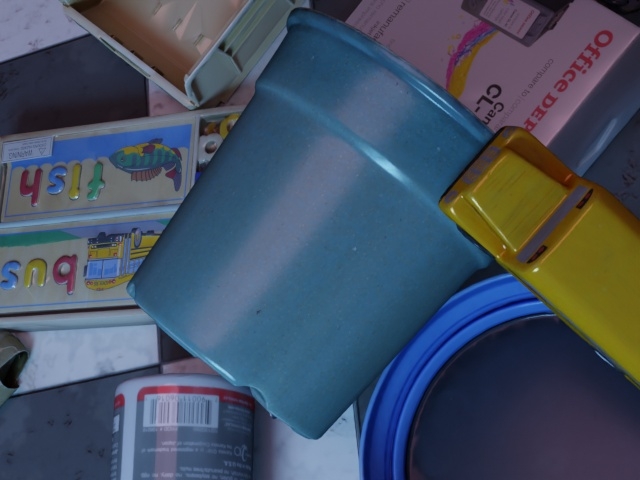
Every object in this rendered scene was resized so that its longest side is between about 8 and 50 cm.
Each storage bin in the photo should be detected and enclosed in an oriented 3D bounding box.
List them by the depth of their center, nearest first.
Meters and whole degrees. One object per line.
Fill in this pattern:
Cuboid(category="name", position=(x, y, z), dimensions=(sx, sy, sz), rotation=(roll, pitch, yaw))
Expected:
Cuboid(category="storage bin", position=(-0.178, -0.340, 1.549), dimensions=(0.262, 0.123, 0.260), rotation=(38, 90, 20))

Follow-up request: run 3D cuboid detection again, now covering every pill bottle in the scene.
Cuboid(category="pill bottle", position=(-0.155, 0.300, 1.322), dimensions=(0.161, 0.161, 0.283), rotation=(-7, 70, 21))

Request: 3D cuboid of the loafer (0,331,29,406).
Cuboid(category="loafer", position=(-0.423, 0.190, 1.536), dimensions=(0.050, 0.056, 0.148), rotation=(14, 79, 33))

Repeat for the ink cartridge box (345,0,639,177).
Cuboid(category="ink cartridge box", position=(0.190, -0.202, 1.359), dimensions=(0.306, 0.131, 0.226), rotation=(39, 90, 31))

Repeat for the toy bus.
Cuboid(category="toy bus", position=(0.264, 0.043, 1.074), dimensions=(0.332, 0.130, 0.108), rotation=(41, 93, -15))

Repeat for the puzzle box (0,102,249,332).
Cuboid(category="puzzle box", position=(-0.253, -0.023, 1.536), dimensions=(0.408, 0.052, 0.272), rotation=(-5, 71, 22))

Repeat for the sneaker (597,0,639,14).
Cuboid(category="sneaker", position=(0.310, -0.305, 1.266), dimensions=(0.111, 0.299, 0.121), rotation=(-123, 45, -55))

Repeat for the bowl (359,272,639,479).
Cuboid(category="bowl", position=(0.234, 0.226, 1.225), dimensions=(0.391, 0.077, 0.391), rotation=(-8, 69, 21))

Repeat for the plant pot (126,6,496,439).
Cuboid(category="plant pot", position=(0.000, 0.000, 1.228), dimensions=(0.341, 0.341, 0.334), rotation=(35, 84, 29))

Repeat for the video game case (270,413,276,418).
Cuboid(category="video game case", position=(-0.022, 0.043, 1.388), dimensions=(0.196, 0.026, 0.274), rotation=(-25, 70, -2))
